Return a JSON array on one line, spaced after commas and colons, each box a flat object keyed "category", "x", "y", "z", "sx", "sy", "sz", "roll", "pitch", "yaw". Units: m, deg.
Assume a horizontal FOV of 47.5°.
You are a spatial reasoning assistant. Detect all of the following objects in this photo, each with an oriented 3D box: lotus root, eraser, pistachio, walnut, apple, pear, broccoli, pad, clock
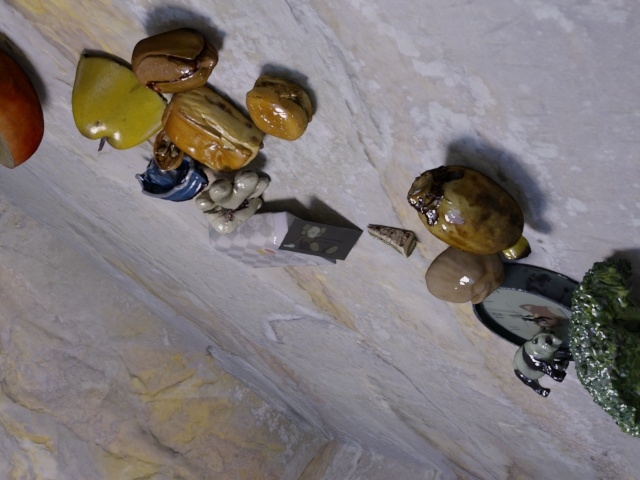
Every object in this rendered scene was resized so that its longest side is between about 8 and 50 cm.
[{"category": "lotus root", "x": 0.298, "y": -0.054, "z": 1.435, "sx": 0.314, "sy": 0.142, "sz": 0.169, "roll": 31, "pitch": 160, "yaw": -24}, {"category": "eraser", "x": -0.145, "y": 0.004, "z": 2.073, "sx": 0.213, "sy": 0.082, "sz": 0.396, "roll": 28, "pitch": 161, "yaw": -35}, {"category": "pistachio", "x": 0.322, "y": 0.073, "z": 1.641, "sx": 0.137, "sy": 0.153, "sz": 0.238, "roll": 15, "pitch": 158, "yaw": -16}, {"category": "walnut", "x": -0.304, "y": -0.375, "z": 1.518, "sx": 0.245, "sy": 0.137, "sz": 0.137, "roll": 0, "pitch": 142, "yaw": 33}, {"category": "apple", "x": -0.935, "y": -0.385, "z": 2.018, "sx": 0.328, "sy": 0.295, "sz": 0.365, "roll": 7, "pitch": 156, "yaw": -13}, {"category": "pear", "x": -0.526, "y": -0.321, "z": 1.809, "sx": 0.266, "sy": 0.178, "sz": 0.267, "roll": 22, "pitch": 150, "yaw": 13}, {"category": "broccoli", "x": 0.638, "y": 0.199, "z": 1.467, "sx": 0.376, "sy": 0.301, "sz": 0.249, "roll": 63, "pitch": 172, "yaw": -6}, {"category": "walnut", "x": -0.383, "y": -0.238, "z": 1.895, "sx": 0.091, "sy": 0.121, "sz": 0.052, "roll": 17, "pitch": -175, "yaw": 21}, {"category": "pad", "x": 0.000, "y": 0.000, "z": 1.875, "sx": 0.190, "sy": 0.004, "sz": 0.127, "roll": 10, "pitch": 138, "yaw": -20}, {"category": "clock", "x": 0.514, "y": 0.175, "z": 1.714, "sx": 0.324, "sy": 0.067, "sz": 0.325, "roll": 24, "pitch": 155, "yaw": 12}]

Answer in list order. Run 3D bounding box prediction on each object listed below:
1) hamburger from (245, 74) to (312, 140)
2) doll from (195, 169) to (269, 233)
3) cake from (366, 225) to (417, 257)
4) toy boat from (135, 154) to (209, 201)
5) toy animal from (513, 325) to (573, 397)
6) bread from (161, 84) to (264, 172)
[{"category": "hamburger", "x": -0.084, "y": -0.273, "z": 1.513, "sx": 0.137, "sy": 0.083, "sz": 0.147, "roll": 16, "pitch": 155, "yaw": 19}, {"category": "doll", "x": -0.231, "y": -0.102, "z": 1.876, "sx": 0.175, "sy": 0.150, "sz": 0.278, "roll": 12, "pitch": 166, "yaw": -5}, {"category": "cake", "x": 0.175, "y": -0.011, "z": 1.790, "sx": 0.140, "sy": 0.055, "sz": 0.051, "roll": 33, "pitch": 164, "yaw": 42}, {"category": "toy boat", "x": -0.426, "y": -0.180, "z": 2.009, "sx": 0.142, "sy": 0.129, "sz": 0.309, "roll": 31, "pitch": 160, "yaw": -37}, {"category": "toy animal", "x": 0.527, "y": 0.280, "z": 1.721, "sx": 0.121, "sy": 0.094, "sz": 0.225, "roll": 32, "pitch": 158, "yaw": 16}, {"category": "bread", "x": -0.263, "y": -0.256, "z": 1.723, "sx": 0.235, "sy": 0.099, "sz": 0.210, "roll": 37, "pitch": 155, "yaw": -14}]
